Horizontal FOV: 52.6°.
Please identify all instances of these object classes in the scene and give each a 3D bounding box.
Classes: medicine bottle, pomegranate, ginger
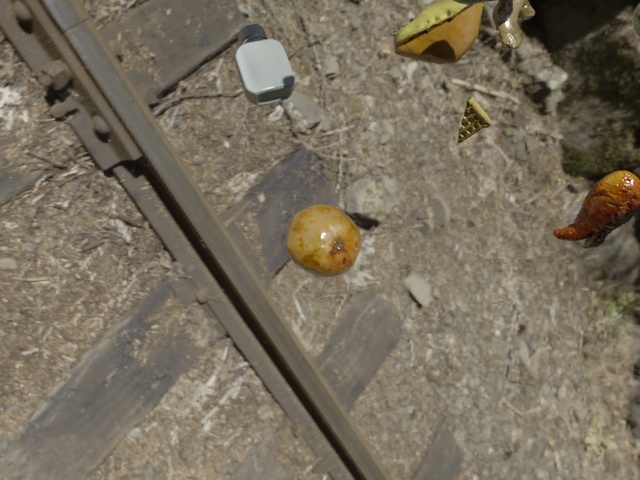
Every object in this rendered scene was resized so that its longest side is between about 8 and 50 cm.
[{"bbox_3d":[-0.136,-0.411,1.509,0.119,0.069,0.183,-17,73,-10],"label":"medicine bottle"},{"bbox_3d":[0.006,0.005,1.708,0.207,0.207,0.207,0,91,-43],"label":"pomegranate"},{"bbox_3d":[0.405,-0.502,1.324,0.149,0.065,0.259,11,76,-47],"label":"ginger"}]

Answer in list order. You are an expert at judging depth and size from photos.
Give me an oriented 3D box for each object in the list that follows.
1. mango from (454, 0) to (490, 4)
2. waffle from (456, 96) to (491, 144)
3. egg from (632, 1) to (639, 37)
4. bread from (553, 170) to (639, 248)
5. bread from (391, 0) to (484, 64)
[{"bbox_3d":[0.298,-0.499,1.190,0.191,0.085,0.122,-11,94,-19],"label":"mango"},{"bbox_3d":[0.408,-0.335,1.829,0.097,0.152,0.023,46,62,-7],"label":"waffle"},{"bbox_3d":[0.841,-0.551,1.605,0.164,0.131,0.131,-66,139,-67],"label":"egg"},{"bbox_3d":[0.732,-0.068,1.672,0.139,0.269,0.095,18,40,-8],"label":"bread"},{"bbox_3d":[0.326,-0.556,1.737,0.162,0.262,0.204,55,17,-19],"label":"bread"}]
